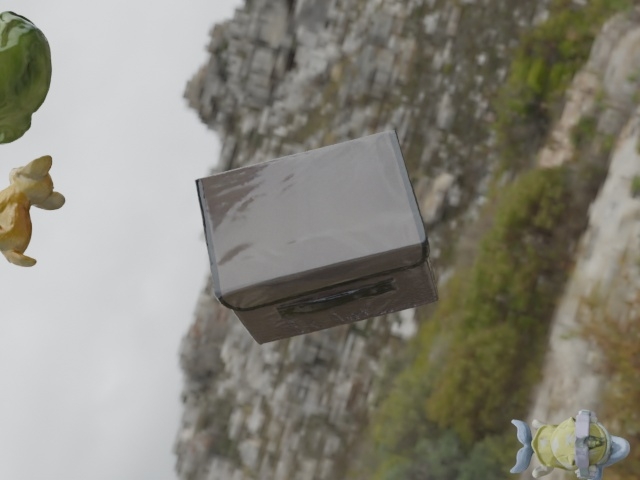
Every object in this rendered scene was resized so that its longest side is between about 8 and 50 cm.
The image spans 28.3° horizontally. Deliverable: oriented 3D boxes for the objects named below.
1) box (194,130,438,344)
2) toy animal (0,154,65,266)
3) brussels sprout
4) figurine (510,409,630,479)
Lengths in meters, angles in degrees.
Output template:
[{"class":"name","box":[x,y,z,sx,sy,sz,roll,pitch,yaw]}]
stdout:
[{"class":"box","box":[0.000,0.000,1.543,0.153,0.252,0.188,67,-172,-55]},{"class":"toy animal","box":[-0.241,-0.026,1.050,0.083,0.081,0.060,-44,-34,-14]},{"class":"brussels sprout","box":[-0.587,-0.273,2.086,0.294,0.259,0.227,-40,-34,-43]},{"class":"figurine","box":[0.435,0.362,2.226,0.184,0.208,0.128,51,-140,-65]}]
